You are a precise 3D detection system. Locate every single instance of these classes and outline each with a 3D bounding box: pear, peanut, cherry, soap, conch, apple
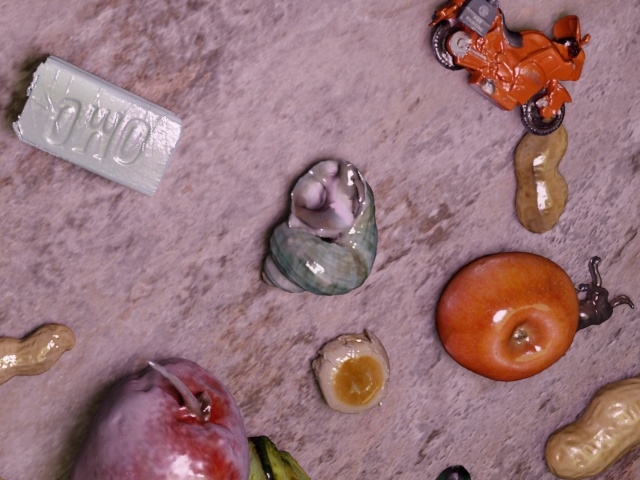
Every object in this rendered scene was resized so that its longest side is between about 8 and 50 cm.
[{"bbox_3d":[-0.136,0.528,1.717,0.255,0.164,0.238,-41,129,5],"label":"pear"},{"bbox_3d":[-0.521,0.201,1.572,0.187,0.082,0.082,-16,106,-12],"label":"peanut"},{"bbox_3d":[-0.283,0.370,1.568,0.291,0.335,0.326,27,54,-36],"label":"cherry"},{"bbox_3d":[-0.371,-0.192,1.515,0.261,0.094,0.150,24,95,-20],"label":"soap"},{"bbox_3d":[0.000,0.000,1.633,0.277,0.195,0.220,-41,90,20],"label":"conch"},{"bbox_3d":[0.433,-0.126,1.761,0.103,0.098,0.229,-22,115,-54],"label":"peanut"},{"bbox_3d":[0.613,0.390,1.912,0.319,0.147,0.147,-33,109,-2],"label":"peanut"},{"bbox_3d":[0.364,0.150,1.738,0.271,0.206,0.252,-2,99,-9],"label":"apple"}]

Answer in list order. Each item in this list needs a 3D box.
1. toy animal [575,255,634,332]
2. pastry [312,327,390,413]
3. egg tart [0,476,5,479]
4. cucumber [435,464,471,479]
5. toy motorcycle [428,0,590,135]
[{"bbox_3d":[0.535,0.139,1.869,0.232,0.084,0.148,-23,119,-11],"label":"toy animal"},{"bbox_3d":[0.065,0.257,1.747,0.165,0.088,0.166,-5,106,-17],"label":"pastry"},{"bbox_3d":[-0.701,0.523,1.559,0.352,0.150,0.352,-2,99,-15],"label":"egg tart"},{"bbox_3d":[0.258,0.592,1.894,0.115,0.063,0.244,13,97,-19],"label":"cucumber"},{"bbox_3d":[0.361,-0.357,1.659,0.325,0.148,0.221,33,89,-18],"label":"toy motorcycle"}]
